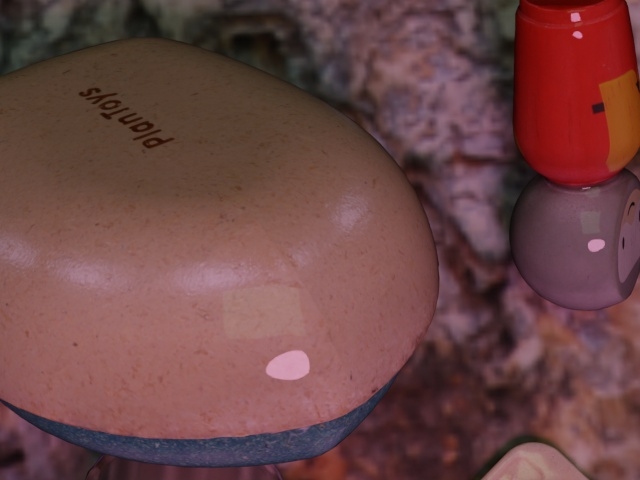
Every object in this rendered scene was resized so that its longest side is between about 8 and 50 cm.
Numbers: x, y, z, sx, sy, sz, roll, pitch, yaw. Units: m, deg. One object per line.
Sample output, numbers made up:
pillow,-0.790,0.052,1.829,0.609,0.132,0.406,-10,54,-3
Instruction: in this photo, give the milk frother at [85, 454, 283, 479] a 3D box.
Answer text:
milk frother,-0.053,0.176,0.747,0.129,0.143,0.134,27,34,-18

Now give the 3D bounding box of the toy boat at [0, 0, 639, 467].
toy boat,0.000,0.000,0.765,0.318,0.148,0.267,-18,31,-19

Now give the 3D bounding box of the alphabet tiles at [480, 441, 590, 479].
alphabet tiles,0.132,0.230,0.777,0.284,0.021,0.278,-42,80,-16
